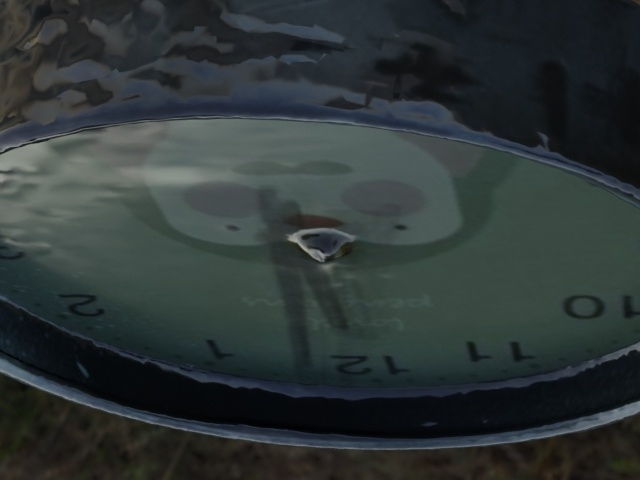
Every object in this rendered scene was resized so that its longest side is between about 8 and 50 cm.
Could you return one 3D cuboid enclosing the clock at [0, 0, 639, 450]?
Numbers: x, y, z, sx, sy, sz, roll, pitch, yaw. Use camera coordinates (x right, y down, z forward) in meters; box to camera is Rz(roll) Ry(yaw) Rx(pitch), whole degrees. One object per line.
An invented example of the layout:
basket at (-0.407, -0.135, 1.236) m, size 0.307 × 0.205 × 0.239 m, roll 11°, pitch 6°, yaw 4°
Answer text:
clock at (0.001, -0.001, 0.711) m, size 0.319 × 0.066 × 0.319 m, roll 3°, pitch 156°, yaw 2°
